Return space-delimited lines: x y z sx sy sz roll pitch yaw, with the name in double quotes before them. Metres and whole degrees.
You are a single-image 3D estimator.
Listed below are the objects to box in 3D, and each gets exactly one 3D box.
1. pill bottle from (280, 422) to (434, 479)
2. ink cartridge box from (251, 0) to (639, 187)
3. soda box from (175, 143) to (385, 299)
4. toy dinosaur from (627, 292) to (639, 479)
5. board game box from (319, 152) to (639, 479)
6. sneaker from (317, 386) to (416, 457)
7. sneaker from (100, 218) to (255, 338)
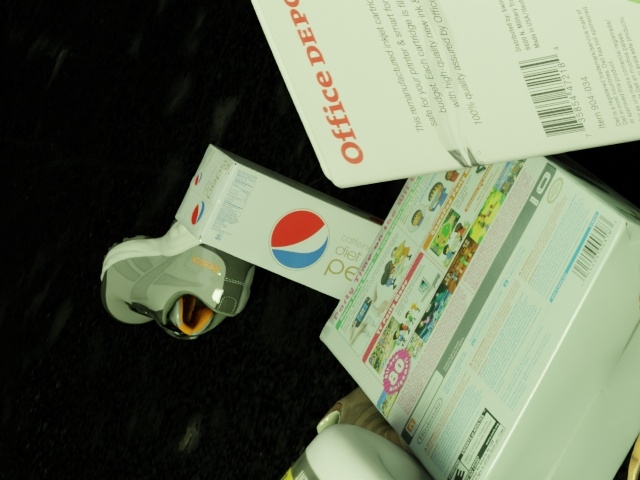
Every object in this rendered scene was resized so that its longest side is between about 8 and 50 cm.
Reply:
"pill bottle" -0.021 0.301 1.262 0.334 0.188 0.188 -52 26 5
"ink cartridge box" 0.110 -0.161 1.292 0.273 0.198 0.115 -8 29 29
"soda box" 0.000 0.000 1.509 0.069 0.216 0.074 -64 25 5
"toy dinosaur" 0.226 0.082 1.163 0.211 0.064 0.112 -50 31 34
"board game box" 0.130 0.048 1.350 0.224 0.097 0.303 -62 26 11
"sneaker" 0.046 0.167 1.435 0.071 0.066 0.188 -30 19 1
"sneaker" -0.151 0.051 1.928 0.271 0.100 0.108 -24 54 57
